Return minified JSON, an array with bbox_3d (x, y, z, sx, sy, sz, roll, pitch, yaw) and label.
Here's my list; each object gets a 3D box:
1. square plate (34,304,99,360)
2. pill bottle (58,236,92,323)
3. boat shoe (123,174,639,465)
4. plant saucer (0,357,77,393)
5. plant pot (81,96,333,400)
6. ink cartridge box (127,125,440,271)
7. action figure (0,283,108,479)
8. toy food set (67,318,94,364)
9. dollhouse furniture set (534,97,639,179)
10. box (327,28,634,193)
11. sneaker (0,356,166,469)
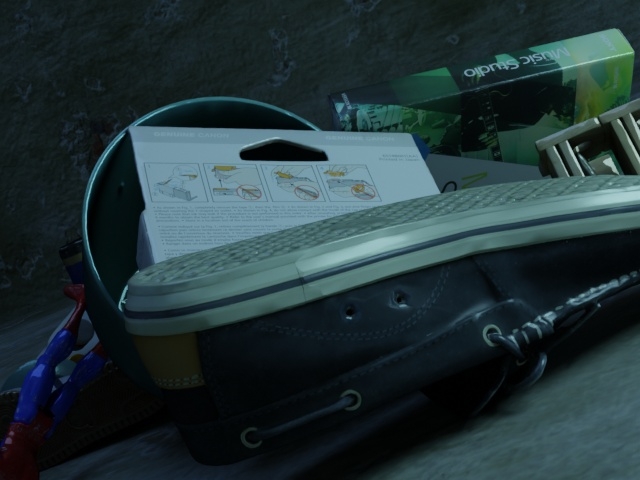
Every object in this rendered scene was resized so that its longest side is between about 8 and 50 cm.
[{"bbox_3d":[-0.359,0.107,2.125,0.344,0.049,0.347,-19,26,40],"label":"square plate"},{"bbox_3d":[-0.275,0.085,1.655,0.123,0.219,0.123,-24,6,3],"label":"pill bottle"},{"bbox_3d":[0.105,0.046,0.880,0.500,0.156,0.187,-14,8,-18],"label":"boat shoe"},{"bbox_3d":[-0.335,0.202,1.420,0.119,0.119,0.021,-26,27,-17],"label":"plant saucer"},{"bbox_3d":[-0.108,0.039,1.179,0.293,0.293,0.235,-27,-15,-28],"label":"plant pot"},{"bbox_3d":[-0.018,-0.005,1.055,0.296,0.066,0.261,0,38,-18],"label":"ink cartridge box"},{"bbox_3d":[-0.317,0.186,1.220,0.139,0.091,0.280,-15,41,39],"label":"action figure"},{"bbox_3d":[-0.319,0.150,1.826,0.232,0.111,0.104,-29,-5,-31],"label":"toy food set"},{"bbox_3d":[0.296,-0.031,1.111,0.129,0.129,0.184,-23,-24,5],"label":"dollhouse furniture set"},{"bbox_3d":[0.176,-0.091,1.265,0.322,0.232,0.058,-15,45,-7],"label":"box"},{"bbox_3d":[-0.277,0.186,1.376,0.282,0.099,0.153,-21,6,16],"label":"sneaker"}]
